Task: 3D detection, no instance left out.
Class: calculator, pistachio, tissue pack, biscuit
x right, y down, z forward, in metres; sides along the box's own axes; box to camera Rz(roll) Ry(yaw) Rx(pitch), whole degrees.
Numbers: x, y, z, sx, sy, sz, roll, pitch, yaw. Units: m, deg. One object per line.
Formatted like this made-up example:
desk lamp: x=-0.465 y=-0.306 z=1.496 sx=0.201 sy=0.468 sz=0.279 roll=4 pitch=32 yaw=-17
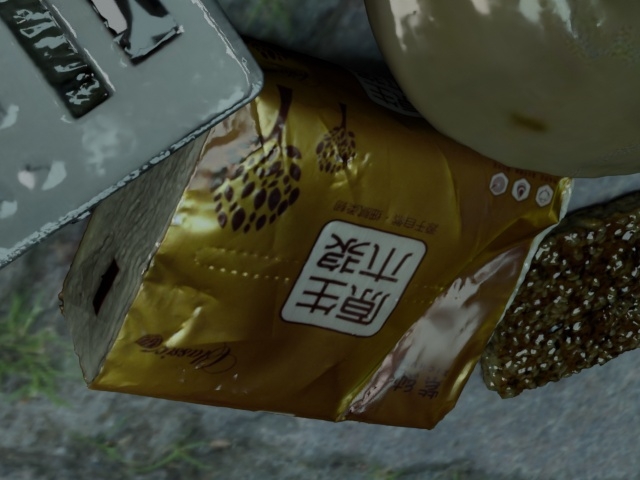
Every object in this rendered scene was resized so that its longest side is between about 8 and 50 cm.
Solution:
calculator: x=-0.166 y=-0.061 z=0.675 sx=0.262 sy=0.021 sz=0.161 roll=-35 pitch=104 yaw=-1
pistachio: x=0.117 y=-0.110 z=0.759 sx=0.238 sy=0.138 sz=0.153 roll=16 pitch=104 yaw=-37
tissue pack: x=0.000 y=0.000 z=0.817 sx=0.226 sy=0.092 sz=0.183 roll=13 pitch=117 yaw=-32
biscuit: x=0.207 y=0.021 z=0.994 sx=0.231 sy=0.025 sz=0.131 roll=-19 pitch=132 yaw=-15
